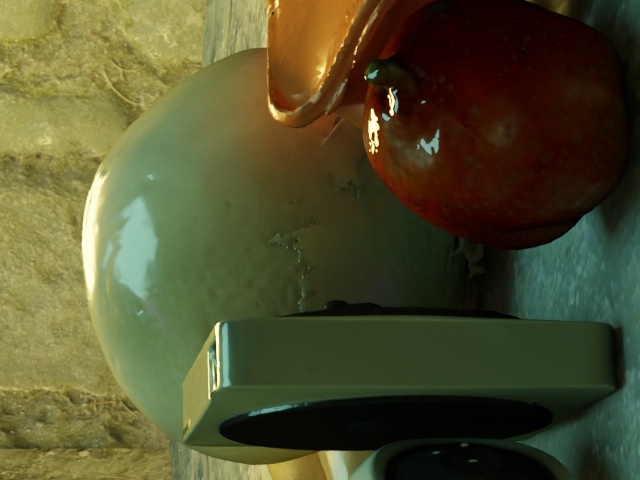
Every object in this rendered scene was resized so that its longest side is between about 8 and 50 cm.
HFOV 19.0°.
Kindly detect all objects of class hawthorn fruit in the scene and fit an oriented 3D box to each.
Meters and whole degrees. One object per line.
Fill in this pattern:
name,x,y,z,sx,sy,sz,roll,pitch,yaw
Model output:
hawthorn fruit,0.100,-0.080,1.202,0.169,0.188,0.169,-30,55,54

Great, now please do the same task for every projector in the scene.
projector,0.044,0.093,1.307,0.257,0.259,0.079,125,145,-73

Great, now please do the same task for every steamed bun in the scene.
steamed bun,-0.021,0.022,1.533,0.233,0.312,0.334,-4,124,50

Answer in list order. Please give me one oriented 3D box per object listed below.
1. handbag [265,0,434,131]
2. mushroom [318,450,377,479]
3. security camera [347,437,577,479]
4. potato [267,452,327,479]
handbag,0.075,-0.285,1.318,0.410,0.116,0.303,123,149,-44
mushroom,0.036,0.186,1.863,0.108,0.096,0.247,-46,41,40
security camera,0.094,0.233,1.219,0.236,0.194,0.195,-97,12,-48
potato,-0.009,0.189,2.078,0.161,0.128,0.235,71,-170,-69
